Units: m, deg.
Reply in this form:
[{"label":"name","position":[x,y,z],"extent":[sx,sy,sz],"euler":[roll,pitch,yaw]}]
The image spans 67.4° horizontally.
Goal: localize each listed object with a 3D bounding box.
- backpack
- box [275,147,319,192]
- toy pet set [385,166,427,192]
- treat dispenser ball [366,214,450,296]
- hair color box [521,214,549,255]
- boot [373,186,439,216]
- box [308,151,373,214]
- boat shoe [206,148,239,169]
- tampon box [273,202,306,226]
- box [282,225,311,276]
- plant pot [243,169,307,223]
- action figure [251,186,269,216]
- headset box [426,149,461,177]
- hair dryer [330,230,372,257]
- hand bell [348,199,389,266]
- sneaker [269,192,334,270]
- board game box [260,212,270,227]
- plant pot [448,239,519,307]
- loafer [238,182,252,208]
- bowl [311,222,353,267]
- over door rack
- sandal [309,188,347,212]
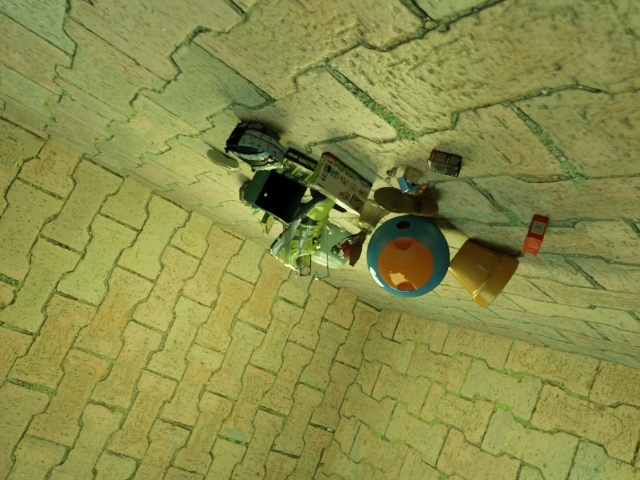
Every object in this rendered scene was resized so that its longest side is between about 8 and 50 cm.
[{"label":"backpack","position":[-0.185,-0.287,1.480],"extent":[0.173,0.117,0.158],"euler":[12,164,44]},{"label":"box","position":[-0.053,-0.236,1.649],"extent":[0.184,0.045,0.190],"euler":[27,168,-11]},{"label":"toy pet set","position":[0.249,-0.157,1.380],"extent":[0.122,0.065,0.114],"euler":[24,168,-10]},{"label":"treat dispenser ball","position":[0.304,0.054,1.673],"extent":[0.288,0.288,0.288],"euler":[22,168,5]},{"label":"hair color box","position":[0.604,-0.012,1.352],"extent":[0.043,0.072,0.141],"euler":[17,167,22]},{"label":"boot","position":[0.262,-0.112,1.472],"extent":[0.197,0.073,0.152],"euler":[18,-173,10]},{"label":"box","position":[0.068,-0.176,1.515],"extent":[0.207,0.114,0.036],"euler":[31,166,-33]},{"label":"boat shoe","position":[-0.390,-0.319,1.902],"extent":[0.137,0.049,0.043],"euler":[23,171,-24]},{"label":"tampon box","position":[-0.106,-0.107,2.171],"extent":[0.161,0.101,0.120],"euler":[15,165,37]},{"label":"box","position":[-0.118,0.025,2.343],"extent":[0.060,0.216,0.270],"euler":[-6,-159,-22]},{"label":"plant pot","position":[-0.198,-0.186,1.868],"extent":[0.166,0.165,0.234],"euler":[29,174,-30]},{"label":"action figure","position":[-0.252,-0.190,2.097],"extent":[0.063,0.137,0.232],"euler":[37,158,-5]},{"label":"headset box","position":[0.307,-0.192,1.199],"extent":[0.083,0.032,0.062],"euler":[17,167,19]},{"label":"hair dryer","position":[0.161,0.004,2.041],"extent":[0.080,0.223,0.293],"euler":[61,-171,-1]},{"label":"hand bell","position":[0.152,-0.017,1.750],"extent":[0.126,0.242,0.126],"euler":[22,169,5]},{"label":"sneaker","position":[-0.036,-0.042,1.786],"extent":[0.147,0.145,0.385],"euler":[44,128,4]},{"label":"board game box","position":[-0.247,-0.112,2.333],"extent":[0.030,0.136,0.260],"euler":[20,169,1]},{"label":"plant pot","position":[0.557,0.102,1.693],"extent":[0.188,0.205,0.205],"euler":[36,171,12]},{"label":"loafer","position":[-0.346,-0.208,2.208],"extent":[0.084,0.096,0.267],"euler":[28,171,6]},{"label":"bowl","position":[0.031,0.030,2.386],"extent":[0.311,0.163,0.311],"euler":[23,168,5]},{"label":"over door rack","position":[0.000,0.000,1.951],"extent":[0.108,0.324,0.239],"euler":[10,173,-23]},{"label":"sandal","position":[0.035,-0.157,1.797],"extent":[0.179,0.040,0.067],"euler":[30,133,23]}]
